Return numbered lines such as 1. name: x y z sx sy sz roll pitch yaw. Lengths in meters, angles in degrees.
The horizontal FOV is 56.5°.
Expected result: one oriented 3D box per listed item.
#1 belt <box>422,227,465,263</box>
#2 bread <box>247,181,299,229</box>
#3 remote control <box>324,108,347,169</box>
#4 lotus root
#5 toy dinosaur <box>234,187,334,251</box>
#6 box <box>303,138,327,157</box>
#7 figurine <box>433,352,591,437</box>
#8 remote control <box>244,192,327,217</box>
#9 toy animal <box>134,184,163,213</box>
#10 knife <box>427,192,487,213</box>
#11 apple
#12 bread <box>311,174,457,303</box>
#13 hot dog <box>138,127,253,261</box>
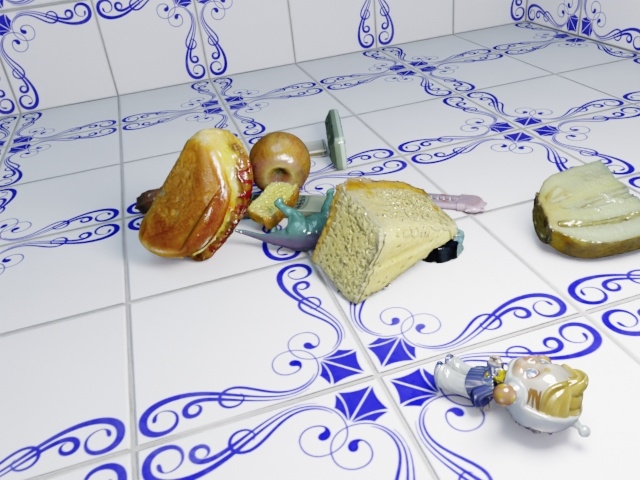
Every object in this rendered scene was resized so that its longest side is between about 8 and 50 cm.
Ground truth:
1. belt: 0.323 0.007 1.592 0.140 0.058 0.105 -22 38 -25
2. bread: -0.140 -0.112 1.816 0.103 0.065 0.187 15 51 23
3. remote control: 0.055 -0.379 2.211 0.065 0.128 0.335 -6 31 0
4. lotus root: 0.678 -0.045 1.536 0.260 0.149 0.267 -18 51 -11
5. toy dinosaur: 0.000 0.000 1.648 0.383 0.129 0.331 -21 43 -20
6. box: -0.075 -0.342 2.271 0.198 0.029 0.109 -8 31 0
7. figurine: 0.343 0.274 1.095 0.274 0.133 0.194 -2 8 19
8. remote control: -0.116 -0.114 1.896 0.285 0.038 0.123 1 31 13
9. toy animal: -0.482 -0.142 1.923 0.312 0.097 0.157 -6 20 45
10. knife: 0.312 -0.132 1.844 0.398 0.038 0.132 8 37 22
11. apple: -0.135 -0.253 1.970 0.211 0.211 0.188 -4 39 4
12. bread: 0.163 0.001 1.546 0.315 0.279 0.248 9 27 -42
13. hot dog: -0.320 -0.096 1.640 0.223 0.405 0.185 43 22 19
